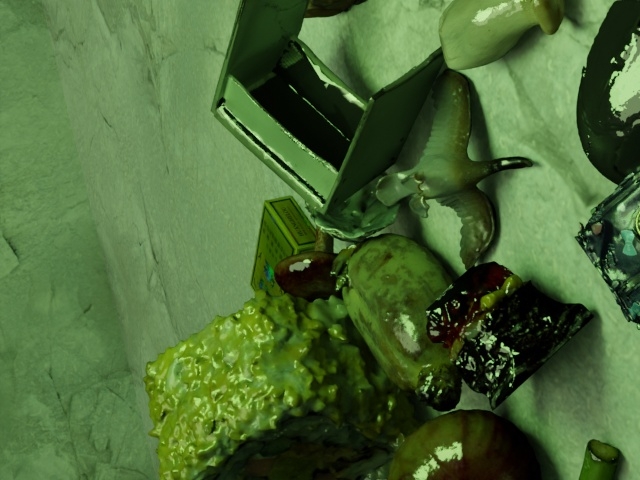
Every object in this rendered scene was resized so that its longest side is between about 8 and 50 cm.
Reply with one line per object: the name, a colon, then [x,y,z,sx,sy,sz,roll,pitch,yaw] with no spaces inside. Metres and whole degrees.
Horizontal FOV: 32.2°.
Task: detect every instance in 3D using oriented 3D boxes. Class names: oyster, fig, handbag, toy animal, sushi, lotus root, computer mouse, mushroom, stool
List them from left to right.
sushi: [-0.043,0.263,1.725,0.351,0.396,0.240,-38,49,23]
mushroom: [0.000,0.000,1.809,0.227,0.148,0.217,83,-174,-72]
stool: [0.004,-0.222,1.572,0.243,0.170,0.269,42,145,14]
oyster: [0.032,-0.060,1.690,0.252,0.199,0.087,16,125,47]
lotus root: [0.129,0.119,1.588,0.173,0.173,0.309,104,147,-42]
fig: [0.188,0.331,1.574,0.321,0.217,0.217,-151,49,-85]
toy animal: [0.180,-0.074,1.436,0.197,0.160,0.272,9,117,60]
sushi: [0.220,0.112,1.411,0.150,0.153,0.172,47,166,13]
mushroom: [0.212,-0.268,1.328,0.088,0.097,0.212,36,152,-16]
computer mouse: [0.323,-0.150,1.174,0.122,0.073,0.217,52,143,41]
handbag: [0.370,-0.011,1.104,0.162,0.113,0.260,61,143,15]

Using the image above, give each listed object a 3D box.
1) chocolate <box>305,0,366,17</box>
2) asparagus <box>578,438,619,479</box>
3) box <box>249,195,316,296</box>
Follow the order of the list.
chocolate: [0.017,-0.421,1.633,0.214,0.093,0.148,-22,84,63]
asparagus: [0.340,0.327,1.398,0.045,0.041,0.178,12,123,12]
box: [-0.066,0.046,2.044,0.141,0.064,0.220,54,144,38]
